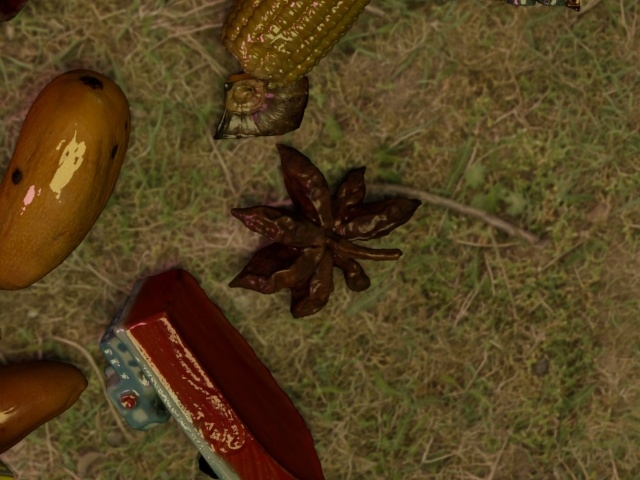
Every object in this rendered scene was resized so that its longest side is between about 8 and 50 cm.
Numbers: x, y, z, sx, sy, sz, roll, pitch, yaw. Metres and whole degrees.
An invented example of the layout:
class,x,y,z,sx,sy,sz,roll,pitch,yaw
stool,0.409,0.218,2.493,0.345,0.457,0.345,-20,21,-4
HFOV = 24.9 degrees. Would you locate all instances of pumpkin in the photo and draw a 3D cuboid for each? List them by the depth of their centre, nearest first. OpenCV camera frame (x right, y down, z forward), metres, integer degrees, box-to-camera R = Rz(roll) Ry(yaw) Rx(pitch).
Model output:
class,x,y,z,sx,sy,sz,roll,pitch,yaw
pumpkin,-0.065,-0.146,1.551,0.101,0.035,0.073,-3,120,-16

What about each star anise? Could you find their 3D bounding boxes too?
class,x,y,z,sx,sy,sz,roll,pitch,yaw
star anise,-0.004,-0.005,1.576,0.212,0.111,0.196,-42,105,8

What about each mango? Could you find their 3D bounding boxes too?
class,x,y,z,sx,sy,sz,roll,pitch,yaw
mango,-0.267,-0.051,1.467,0.109,0.157,0.262,20,114,-11
mango,-0.331,0.170,1.547,0.159,0.105,0.084,-34,86,-15

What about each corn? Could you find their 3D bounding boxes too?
class,x,y,z,sx,sy,sz,roll,pitch,yaw
corn,0.023,-0.313,1.473,0.131,0.131,0.344,30,100,-20

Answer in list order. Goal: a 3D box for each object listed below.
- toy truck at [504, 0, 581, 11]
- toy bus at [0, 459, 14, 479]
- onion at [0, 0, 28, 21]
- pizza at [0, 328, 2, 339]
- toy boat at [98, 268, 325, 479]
class,x,y,z,sx,sy,sz,roll,pitch,yaw
toy truck,0.179,-0.292,1.522,0.177,0.115,0.080,2,106,-12
toy bus,-0.412,0.191,1.468,0.074,0.226,0.081,-51,152,6
onion,-0.406,-0.287,1.313,0.314,0.232,0.314,-5,109,-14
pizza,-0.472,0.008,1.456,0.323,0.089,0.223,9,91,-8
toy boat,-0.123,0.197,1.589,0.133,0.145,0.332,-28,111,20
